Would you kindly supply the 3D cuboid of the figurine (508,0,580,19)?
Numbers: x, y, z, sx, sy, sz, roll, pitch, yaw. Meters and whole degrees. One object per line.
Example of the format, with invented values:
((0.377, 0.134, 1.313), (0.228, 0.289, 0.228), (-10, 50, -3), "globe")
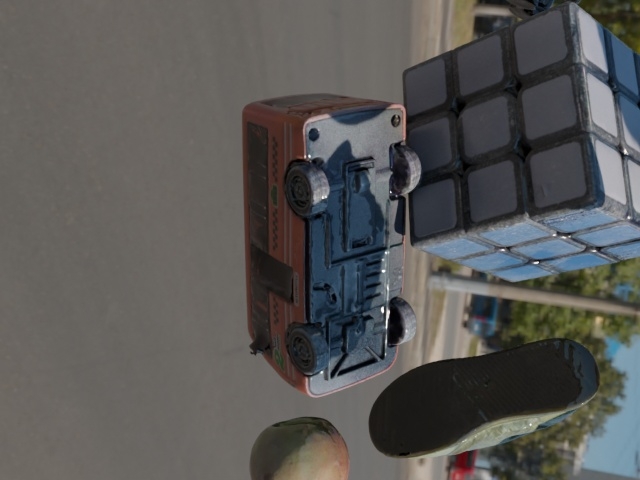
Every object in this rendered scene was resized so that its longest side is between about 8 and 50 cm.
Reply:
((0.431, -0.523, 1.406), (0.218, 0.206, 0.364), (26, 83, -44), "figurine")

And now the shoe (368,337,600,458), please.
((0.192, 0.197, 1.055), (0.098, 0.275, 0.103), (61, 17, -59), "shoe")

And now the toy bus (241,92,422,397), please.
((0.000, 0.000, 1.331), (0.203, 0.233, 0.426), (-14, 114, -34), "toy bus")

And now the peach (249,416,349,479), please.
((-0.016, 0.179, 0.702), (0.083, 0.083, 0.083), (8, 90, -78), "peach")

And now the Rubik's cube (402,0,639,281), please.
((0.329, -0.126, 1.333), (0.301, 0.305, 0.303), (18, 63, -46), "Rubik's cube")
